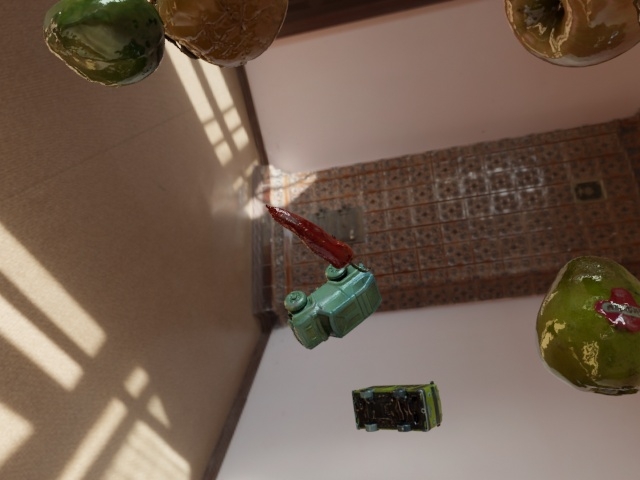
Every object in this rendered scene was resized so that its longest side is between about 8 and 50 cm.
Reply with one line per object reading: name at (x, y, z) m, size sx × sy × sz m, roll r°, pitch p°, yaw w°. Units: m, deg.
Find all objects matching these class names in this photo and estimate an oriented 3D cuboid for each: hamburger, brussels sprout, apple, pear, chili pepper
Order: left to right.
brussels sprout at (-0.295, -0.287, 0.727) m, size 0.155 × 0.154 × 0.118 m, roll 63°, pitch 24°, yaw -58°
hamburger at (-0.222, -0.526, 1.179) m, size 0.158 × 0.318 × 0.319 m, roll 54°, pitch -3°, yaw 28°
chili pepper at (0.000, 0.000, 1.080) m, size 0.059 × 0.267 × 0.050 m, roll -58°, pitch -162°, yaw -12°
apple at (0.674, -0.637, 1.285) m, size 0.391 × 0.346 × 0.391 m, roll 50°, pitch -7°, yaw 9°
pear at (0.649, 0.186, 1.214) m, size 0.287 × 0.287 × 0.376 m, roll 70°, pitch 21°, yaw -46°

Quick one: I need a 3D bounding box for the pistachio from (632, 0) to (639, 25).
pistachio at (0.711, -0.422, 0.925) m, size 0.213 × 0.260 × 0.163 m, roll -90°, pitch 179°, yaw -53°

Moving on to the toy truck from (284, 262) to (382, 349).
toy truck at (0.035, 0.187, 1.503) m, size 0.156 × 0.278 × 0.155 m, roll 34°, pitch -27°, yaw 49°

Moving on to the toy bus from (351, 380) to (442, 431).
toy bus at (0.158, 0.337, 1.057) m, size 0.101 × 0.174 × 0.088 m, roll 4°, pitch 75°, yaw -49°
